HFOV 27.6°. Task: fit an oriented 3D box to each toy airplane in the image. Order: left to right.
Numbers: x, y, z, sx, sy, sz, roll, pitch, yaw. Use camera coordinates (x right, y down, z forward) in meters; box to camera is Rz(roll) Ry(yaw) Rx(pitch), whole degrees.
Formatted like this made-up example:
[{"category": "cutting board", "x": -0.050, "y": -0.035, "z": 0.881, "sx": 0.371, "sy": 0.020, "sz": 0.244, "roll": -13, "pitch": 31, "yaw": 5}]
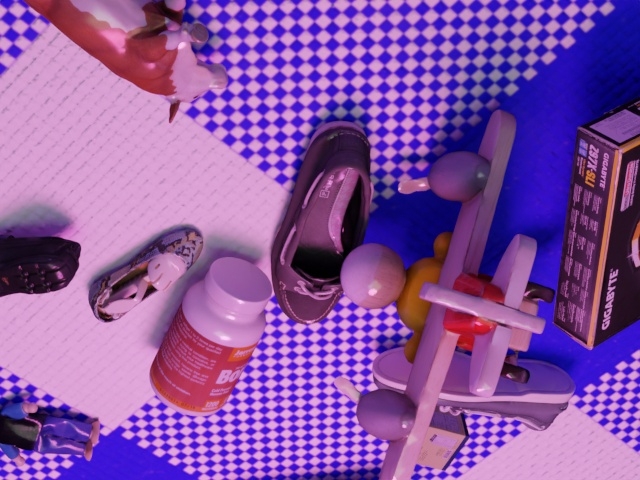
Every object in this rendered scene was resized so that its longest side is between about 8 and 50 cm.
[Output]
[{"category": "toy airplane", "x": 0.150, "y": 0.076, "z": 1.645, "sx": 0.272, "sy": 0.386, "sz": 0.384, "roll": 18, "pitch": 133, "yaw": 10}]

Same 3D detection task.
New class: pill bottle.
[{"category": "pill bottle", "x": -0.149, "y": 0.132, "z": 1.804, "sx": 0.121, "sy": 0.121, "sz": 0.216, "roll": 16, "pitch": 125, "yaw": -18}]

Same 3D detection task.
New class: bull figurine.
[{"category": "bull figurine", "x": -0.222, "y": -0.258, "z": 1.476, "sx": 0.310, "sy": 0.101, "sz": 0.188, "roll": 32, "pitch": 147, "yaw": -21}]

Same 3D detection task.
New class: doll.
[{"category": "doll", "x": -0.431, "y": 0.288, "z": 1.940, "sx": 0.189, "sy": 0.046, "sz": 0.129, "roll": 14, "pitch": 124, "yaw": -18}]

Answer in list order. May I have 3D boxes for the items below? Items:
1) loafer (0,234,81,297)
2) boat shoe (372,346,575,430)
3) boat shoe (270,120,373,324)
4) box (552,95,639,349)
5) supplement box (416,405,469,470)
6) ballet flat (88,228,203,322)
[{"category": "loafer", "x": -0.421, "y": 0.033, "z": 1.725, "sx": 0.223, "sy": 0.078, "sz": 0.076, "roll": -3, "pitch": 123, "yaw": 17}, {"category": "boat shoe", "x": 0.221, "y": 0.231, "z": 1.932, "sx": 0.319, "sy": 0.116, "sz": 0.099, "roll": 6, "pitch": 123, "yaw": -18}, {"category": "boat shoe", "x": 0.000, "y": 0.000, "z": 1.735, "sx": 0.112, "sy": 0.095, "sz": 0.335, "roll": 5, "pitch": 127, "yaw": -11}, {"category": "box", "x": 0.429, "y": -0.045, "z": 1.689, "sx": 0.257, "sy": 0.079, "sz": 0.322, "roll": -27, "pitch": 135, "yaw": -30}, {"category": "supplement box", "x": 0.172, "y": 0.303, "z": 2.018, "sx": 0.083, "sy": 0.056, "sz": 0.083, "roll": 17, "pitch": 124, "yaw": -19}, {"category": "ballet flat", "x": -0.235, "y": 0.055, "z": 1.771, "sx": 0.188, "sy": 0.070, "sz": 0.070, "roll": -34, "pitch": 124, "yaw": 18}]
